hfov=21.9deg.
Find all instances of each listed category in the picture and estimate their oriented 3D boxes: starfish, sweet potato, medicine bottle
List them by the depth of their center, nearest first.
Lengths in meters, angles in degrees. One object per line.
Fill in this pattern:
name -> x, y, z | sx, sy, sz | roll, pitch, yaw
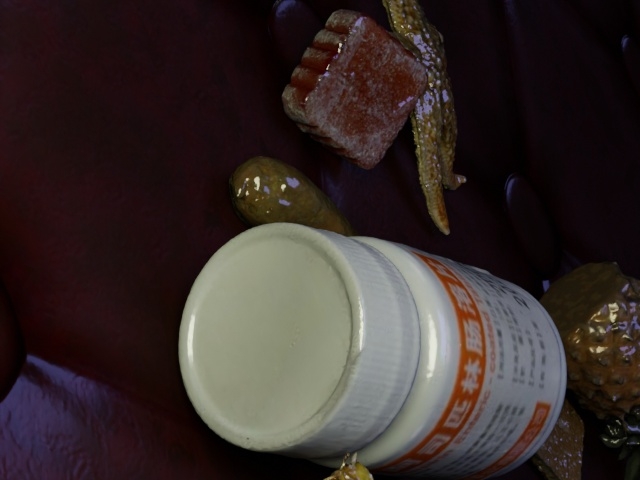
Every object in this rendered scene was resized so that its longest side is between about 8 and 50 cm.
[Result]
medicine bottle -> 0.057, 0.107, 1.501 | 0.371, 0.211, 0.211 | 17, 57, -55
sweet potato -> 0.000, 0.000, 1.626 | 0.273, 0.075, 0.075 | 44, 37, -44
starfish -> 0.096, -0.195, 1.887 | 0.327, 0.094, 0.375 | 10, 68, -59

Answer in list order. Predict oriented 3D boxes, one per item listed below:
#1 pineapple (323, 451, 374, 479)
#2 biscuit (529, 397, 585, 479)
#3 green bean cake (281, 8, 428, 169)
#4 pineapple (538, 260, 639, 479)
pineapple -> 0.014, 0.301, 1.392 | 0.079, 0.135, 0.233 | -27, 98, -49
biscuit -> 0.246, 0.197, 1.947 | 0.231, 0.025, 0.131 | 50, 35, -30
green bean cake -> 0.035, -0.159, 1.738 | 0.135, 0.056, 0.135 | 38, 81, -40
pineapple -> 0.391, 0.193, 2.063 | 0.340, 0.169, 0.169 | 57, 31, -24
